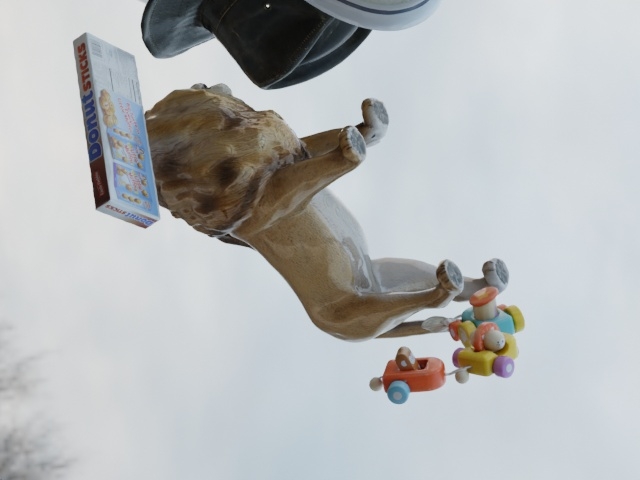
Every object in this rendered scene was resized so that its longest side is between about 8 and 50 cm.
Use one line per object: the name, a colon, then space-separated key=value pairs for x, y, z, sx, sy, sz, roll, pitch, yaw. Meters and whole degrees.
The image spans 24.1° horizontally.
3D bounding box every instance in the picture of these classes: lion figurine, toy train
lion figurine: x=0.000 y=0.000 z=1.438 sx=0.240 sy=0.142 sz=0.392 roll=-24 pitch=-68 yaw=30
toy train: x=0.114 y=0.085 z=1.322 sx=0.166 sy=0.125 sz=0.046 roll=-52 pitch=134 yaw=-61

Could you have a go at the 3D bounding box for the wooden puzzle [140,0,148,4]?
wooden puzzle: x=-0.283 y=-0.411 z=1.715 sx=0.322 sy=0.080 sz=0.348 roll=51 pitch=9 yaw=-3

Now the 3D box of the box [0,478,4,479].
box: x=-0.329 y=0.291 z=1.262 sx=0.036 sy=0.207 sz=0.114 roll=21 pitch=-67 yaw=22

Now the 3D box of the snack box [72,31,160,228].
snack box: x=-0.182 y=-0.099 z=1.339 sx=0.022 sy=0.064 sz=0.178 roll=-28 pitch=-121 yaw=28

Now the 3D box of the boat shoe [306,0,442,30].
boat shoe: x=-0.021 y=-0.346 z=1.292 sx=0.367 sy=0.136 sz=0.156 roll=53 pitch=-12 yaw=16

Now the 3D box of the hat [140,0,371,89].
hat: x=-0.025 y=-0.252 z=1.656 sx=0.134 sy=0.331 sz=0.331 roll=60 pitch=-29 yaw=9
